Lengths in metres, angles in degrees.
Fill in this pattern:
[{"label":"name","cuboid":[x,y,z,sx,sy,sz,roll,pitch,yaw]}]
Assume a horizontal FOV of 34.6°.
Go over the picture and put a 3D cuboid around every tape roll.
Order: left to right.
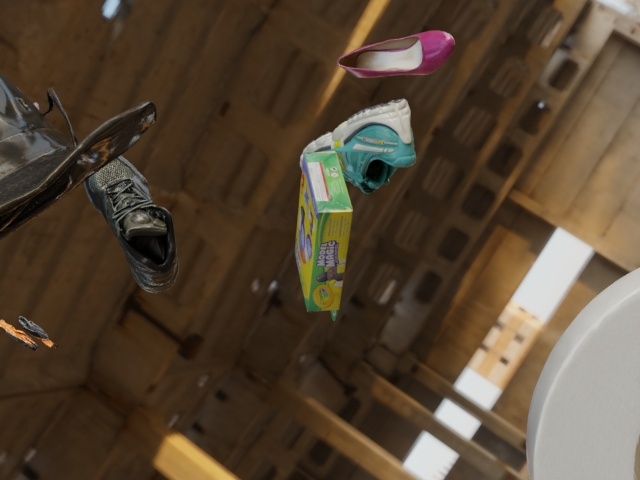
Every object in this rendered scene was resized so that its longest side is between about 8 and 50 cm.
[{"label":"tape roll","cuboid":[0.385,0.194,0.930,0.392,0.392,0.072,-59,-1,9]}]

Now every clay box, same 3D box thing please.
[{"label":"clay box","cuboid":[0.000,0.000,1.445,0.127,0.053,0.222,-103,15,-45]}]

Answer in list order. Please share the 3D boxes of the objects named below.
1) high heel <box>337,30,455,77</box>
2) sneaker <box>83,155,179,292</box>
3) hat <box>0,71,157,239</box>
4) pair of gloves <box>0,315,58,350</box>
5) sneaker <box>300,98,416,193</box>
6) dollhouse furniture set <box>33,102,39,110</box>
[{"label":"high heel","cuboid":[0.144,-0.361,1.989,0.117,0.244,0.082,-5,-85,-37]},{"label":"sneaker","cuboid":[-0.261,-0.046,1.427,0.087,0.227,0.130,-22,-14,-19]},{"label":"hat","cuboid":[-0.275,-0.054,0.741,0.331,0.134,0.331,-32,7,5]},{"label":"pair of gloves","cuboid":[-0.426,0.134,1.496,0.010,0.074,0.083,-57,-14,8]},{"label":"sneaker","cuboid":[0.054,-0.121,1.558,0.107,0.110,0.275,-15,-6,-27]},{"label":"dollhouse furniture set","cuboid":[-0.479,-0.165,1.501,0.114,0.091,0.081,-22,-32,11]}]
